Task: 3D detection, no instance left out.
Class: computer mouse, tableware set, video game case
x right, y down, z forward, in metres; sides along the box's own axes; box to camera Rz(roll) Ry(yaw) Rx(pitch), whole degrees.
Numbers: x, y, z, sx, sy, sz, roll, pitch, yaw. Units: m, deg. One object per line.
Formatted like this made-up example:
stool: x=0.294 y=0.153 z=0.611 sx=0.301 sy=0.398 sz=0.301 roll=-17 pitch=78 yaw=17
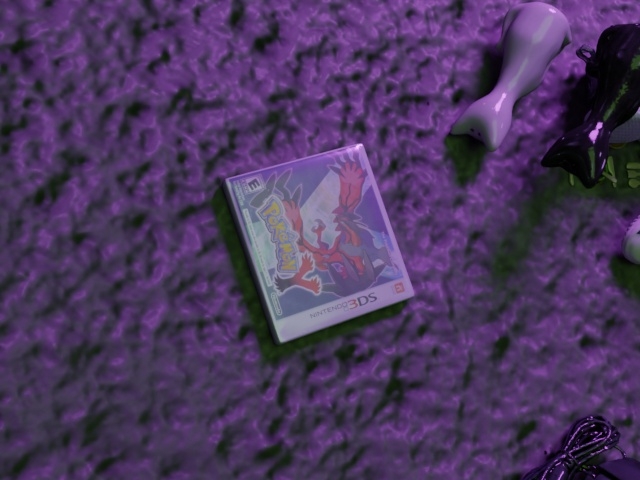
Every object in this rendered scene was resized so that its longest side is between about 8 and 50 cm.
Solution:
computer mouse: x=0.372 y=0.330 z=0.924 sx=0.188 sy=0.072 sz=0.272 roll=-35 pitch=60 yaw=-26
tableware set: x=0.407 y=-0.126 z=1.119 sx=0.154 sy=0.024 sz=0.103 roll=-1 pitch=80 yaw=-19
video game case: x=0.000 y=0.000 z=0.952 sx=0.184 sy=0.023 sz=0.201 roll=-17 pitch=85 yaw=-22

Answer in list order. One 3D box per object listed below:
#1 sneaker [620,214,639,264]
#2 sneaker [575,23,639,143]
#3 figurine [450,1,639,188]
sneaker: x=0.521 y=0.009 z=1.028 sx=0.235 sy=0.153 sz=0.094 roll=-8 pitch=120 yaw=3
sneaker: x=0.476 y=-0.216 z=1.108 sx=0.269 sy=0.101 sz=0.153 roll=-1 pitch=71 yaw=-18
figurine: x=0.294 y=-0.183 z=1.016 sx=0.215 sy=0.092 sz=0.209 roll=25 pitch=76 yaw=31
